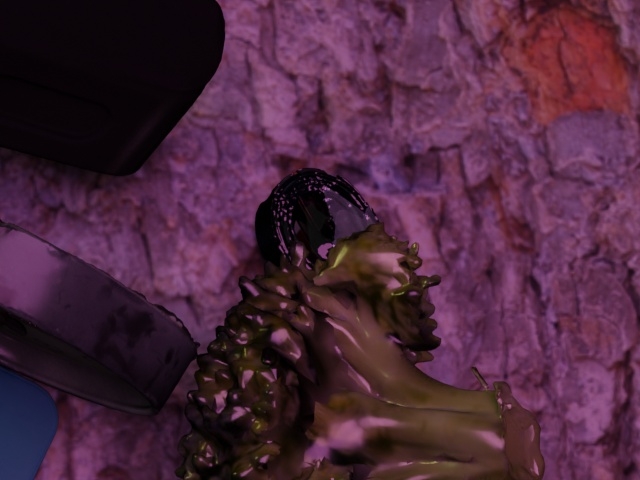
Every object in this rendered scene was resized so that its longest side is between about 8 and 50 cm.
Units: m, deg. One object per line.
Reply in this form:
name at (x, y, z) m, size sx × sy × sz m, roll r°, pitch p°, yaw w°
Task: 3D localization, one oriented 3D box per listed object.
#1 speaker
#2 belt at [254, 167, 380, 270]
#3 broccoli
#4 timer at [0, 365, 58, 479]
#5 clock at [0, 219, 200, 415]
speaker at (-0.251, -0.135, 1.595) m, size 0.388 × 0.180 × 0.184 m, roll 12°, pitch 42°, yaw -43°
belt at (0.000, 0.000, 1.791) m, size 0.105 × 0.058 × 0.140 m, roll -23°, pitch 78°, yaw -23°
broccoli at (0.045, 0.183, 1.611) m, size 0.348 × 0.281 × 0.293 m, roll 54°, pitch 42°, yaw -33°
timer at (-0.374, 0.203, 1.655) m, size 0.232 × 0.091 × 0.250 m, roll 27°, pitch 61°, yaw -4°
clock at (-0.259, 0.050, 1.577) m, size 0.325 × 0.325 × 0.067 m, roll 26°, pitch 75°, yaw -5°
